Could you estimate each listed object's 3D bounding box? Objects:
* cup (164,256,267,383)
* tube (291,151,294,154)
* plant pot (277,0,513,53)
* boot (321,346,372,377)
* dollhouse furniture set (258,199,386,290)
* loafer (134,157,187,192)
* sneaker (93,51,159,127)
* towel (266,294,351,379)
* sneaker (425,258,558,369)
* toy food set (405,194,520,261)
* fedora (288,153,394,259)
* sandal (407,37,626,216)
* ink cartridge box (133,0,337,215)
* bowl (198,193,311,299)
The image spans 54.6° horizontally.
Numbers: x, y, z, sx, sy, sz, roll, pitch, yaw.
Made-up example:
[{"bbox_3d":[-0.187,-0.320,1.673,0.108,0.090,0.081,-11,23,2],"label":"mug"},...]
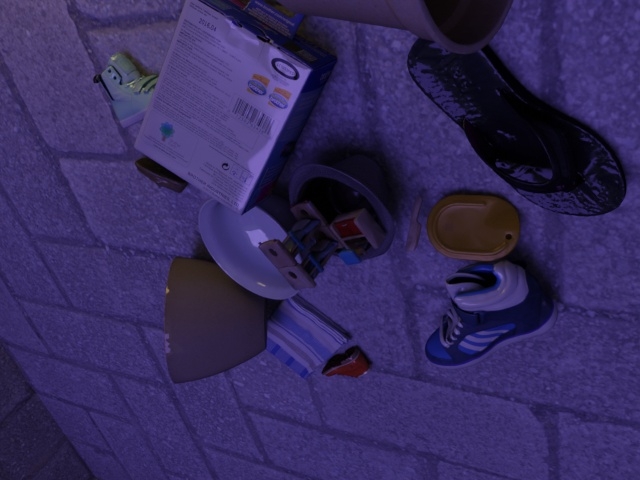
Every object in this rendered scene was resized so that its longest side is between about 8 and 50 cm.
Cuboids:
[{"bbox_3d":[-0.261,0.207,1.634,0.237,0.331,0.331,0,131,-2],"label":"cup"},{"bbox_3d":[-0.127,-0.263,1.309,0.080,0.052,0.207,-16,111,35],"label":"tube"},{"bbox_3d":[0.078,-0.434,0.864,0.306,0.334,0.333,14,133,37],"label":"plant pot"},{"bbox_3d":[0.070,0.353,1.700,0.084,0.059,0.158,44,135,-14],"label":"boot"},{"bbox_3d":[0.000,0.000,1.205,0.184,0.129,0.129,-13,123,51],"label":"dollhouse furniture set"},{"bbox_3d":[-0.404,-0.161,1.563,0.148,0.056,0.050,27,130,10],"label":"loafer"},{"bbox_3d":[-0.399,-0.353,1.370,0.256,0.094,0.151,-13,115,38],"label":"sneaker"},{"bbox_3d":[-0.060,0.274,1.731,0.209,0.034,0.285,38,137,-1],"label":"towel"},{"bbox_3d":[0.296,0.141,1.279,0.323,0.130,0.236,-30,127,35],"label":"sneaker"},{"bbox_3d":[0.287,-0.029,1.233,0.218,0.071,0.128,6,97,22],"label":"toy food set"},{"bbox_3d":[0.060,-0.085,1.280,0.244,0.124,0.275,25,145,15],"label":"fedora"},{"bbox_3d":[0.318,-0.177,1.051,0.446,0.107,0.167,39,137,-3],"label":"sandal"},{"bbox_3d":[-0.154,-0.286,1.184,0.270,0.151,0.395,33,121,5],"label":"ink cartridge box"},{"bbox_3d":[-0.129,-0.015,1.446,0.298,0.134,0.297,23,139,21],"label":"bowl"}]
